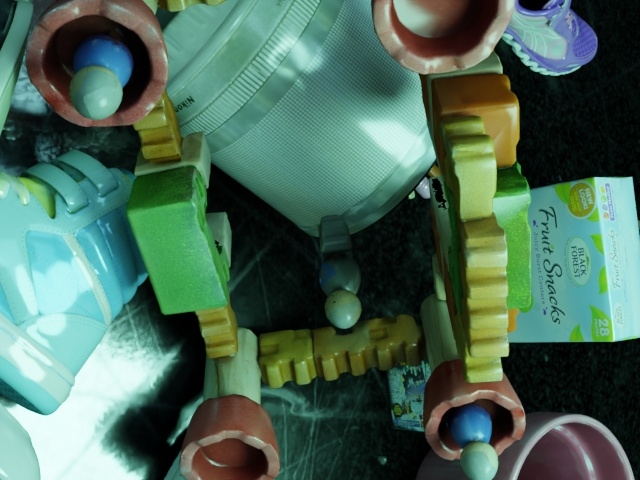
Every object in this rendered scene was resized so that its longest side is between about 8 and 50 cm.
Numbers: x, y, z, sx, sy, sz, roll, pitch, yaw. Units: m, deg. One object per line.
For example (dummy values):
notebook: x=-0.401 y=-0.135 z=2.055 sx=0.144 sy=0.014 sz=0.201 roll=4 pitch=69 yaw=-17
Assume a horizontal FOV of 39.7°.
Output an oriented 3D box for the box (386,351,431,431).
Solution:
box: x=0.123 y=0.156 z=0.940 sx=0.027 sy=0.137 sz=0.094 roll=-4 pitch=86 yaw=-35

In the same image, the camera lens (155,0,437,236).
camera lens: x=-0.025 y=-0.151 z=0.827 sx=0.274 sy=0.219 sz=0.219 roll=36 pitch=65 yaw=-26

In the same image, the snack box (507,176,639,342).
snack box: x=0.261 y=0.027 z=1.008 sx=0.070 sy=0.207 sz=0.175 roll=-3 pitch=85 yaw=-35

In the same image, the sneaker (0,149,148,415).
sneaker: x=-0.269 y=-0.034 z=0.707 sx=0.208 sy=0.127 sz=0.319 roll=-52 pitch=122 yaw=-25

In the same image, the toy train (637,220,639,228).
toy train: x=0.342 y=0.005 z=1.148 sx=0.184 sy=0.080 sz=0.105 roll=-19 pitch=89 yaw=-34

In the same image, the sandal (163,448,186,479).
sandal: x=-0.116 y=0.287 z=0.796 sx=0.102 sy=0.076 sz=0.265 roll=42 pitch=63 yaw=-23

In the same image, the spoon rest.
spoon rest: x=-0.319 y=0.112 z=0.661 sx=0.276 sy=0.137 sz=0.084 roll=46 pitch=61 yaw=-6

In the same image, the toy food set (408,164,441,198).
toy food set: x=0.129 y=-0.089 z=1.049 sx=0.122 sy=0.019 sz=0.078 roll=-23 pitch=97 yaw=-42

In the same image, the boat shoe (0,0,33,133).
boat shoe: x=-0.271 y=-0.156 z=0.635 sx=0.113 sy=0.127 sz=0.340 roll=18 pitch=35 yaw=-25

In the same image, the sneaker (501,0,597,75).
sneaker: x=0.283 y=-0.288 z=1.127 sx=0.236 sy=0.104 sz=0.095 roll=20 pitch=71 yaw=-32

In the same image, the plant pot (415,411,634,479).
plant pot: x=0.206 y=0.282 z=0.954 sx=0.201 sy=0.180 sz=0.202 roll=4 pitch=82 yaw=-34

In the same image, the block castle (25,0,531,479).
block castle: x=0.000 y=0.000 z=0.671 sx=0.302 sy=0.213 sz=0.453 roll=-9 pitch=126 yaw=3
